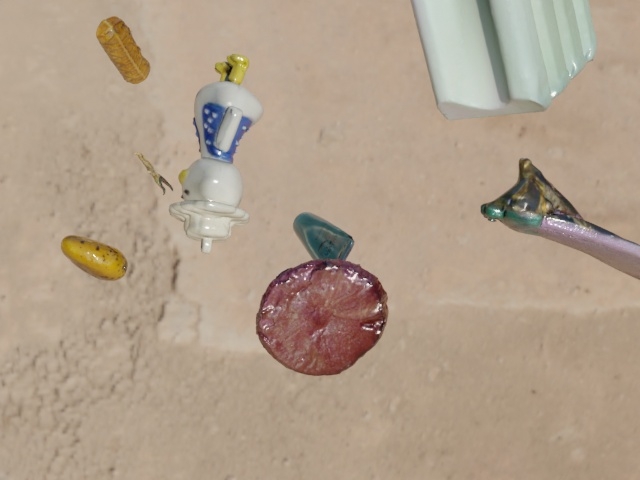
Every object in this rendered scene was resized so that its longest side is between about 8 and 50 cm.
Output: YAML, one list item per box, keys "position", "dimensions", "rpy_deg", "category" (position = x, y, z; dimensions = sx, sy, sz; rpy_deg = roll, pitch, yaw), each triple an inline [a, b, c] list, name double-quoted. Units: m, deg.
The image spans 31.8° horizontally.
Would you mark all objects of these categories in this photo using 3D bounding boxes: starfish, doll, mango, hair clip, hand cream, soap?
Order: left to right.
- position: [-0.363, 0.026, 1.798]
  dimensions: [0.114, 0.079, 0.057]
  rpy_deg: [29, 80, -14]
  category: "mango"
- position: [-0.269, -0.111, 1.808]
  dimensions: [0.016, 0.092, 0.086]
  rpy_deg: [-40, 36, 8]
  category: "starfish"
- position: [-0.148, -0.123, 1.615]
  dimensions: [0.119, 0.138, 0.293]
  rpy_deg: [12, 76, -23]
  category: "doll"
- position: [0.000, 0.000, 1.990]
  dimensions: [0.048, 0.083, 0.224]
  rpy_deg: [29, 6, -26]
  category: "hand cream"
- position: [0.156, -0.302, 1.057]
  dimensions: [0.115, 0.347, 0.208]
  rpy_deg: [-3, 24, 31]
  category: "soap"
- position: [0.373, 0.004, 1.458]
  dimensions: [0.359, 0.110, 0.095]
  rpy_deg: [27, 44, -24]
  category: "hair clip"

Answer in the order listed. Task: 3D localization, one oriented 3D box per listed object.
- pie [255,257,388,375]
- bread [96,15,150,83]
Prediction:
- position: [0.002, 0.087, 1.267]
  dimensions: [0.154, 0.154, 0.036]
  rpy_deg: [1, 23, -6]
  category: "pie"
- position: [-0.316, -0.305, 1.808]
  dimensions: [0.044, 0.157, 0.052]
  rpy_deg: [27, 75, 22]
  category: "bread"
